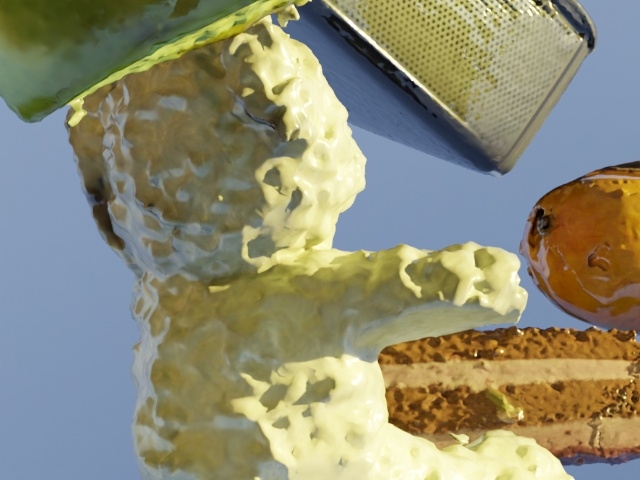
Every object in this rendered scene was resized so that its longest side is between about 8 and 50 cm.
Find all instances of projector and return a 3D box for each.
[{"bbox_3d":[0.049,-0.298,2.070,0.242,0.405,0.395,-55,-148,-4],"label":"projector"}]

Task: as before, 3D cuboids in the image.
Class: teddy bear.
[{"bbox_3d":[0.000,0.000,1.192,0.327,0.375,0.362,-7,-105,46],"label":"teddy bear"}]

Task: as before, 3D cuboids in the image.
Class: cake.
[{"bbox_3d":[0.132,0.137,1.486,0.295,0.113,0.116,-3,-112,8],"label":"cake"}]

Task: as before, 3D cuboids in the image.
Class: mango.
[{"bbox_3d":[0.293,0.007,1.538,0.249,0.156,0.151,-6,-100,-18],"label":"mango"}]

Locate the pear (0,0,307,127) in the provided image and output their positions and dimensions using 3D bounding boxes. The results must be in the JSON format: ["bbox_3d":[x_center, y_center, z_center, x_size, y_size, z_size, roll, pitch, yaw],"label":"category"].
[{"bbox_3d":[-0.047,-0.214,0.789,0.288,0.239,0.139,-27,177,-35],"label":"pear"}]
